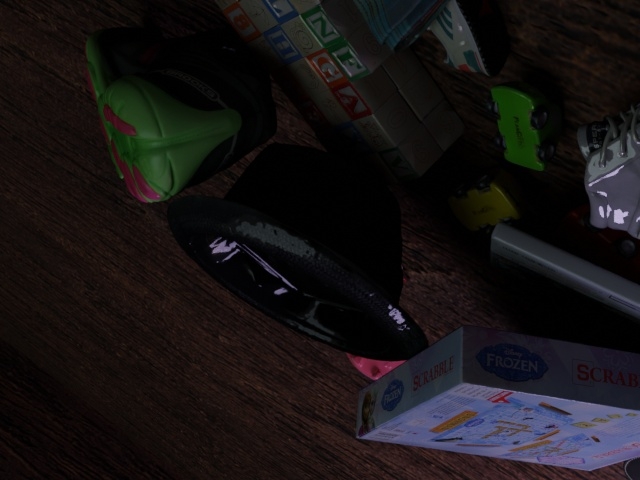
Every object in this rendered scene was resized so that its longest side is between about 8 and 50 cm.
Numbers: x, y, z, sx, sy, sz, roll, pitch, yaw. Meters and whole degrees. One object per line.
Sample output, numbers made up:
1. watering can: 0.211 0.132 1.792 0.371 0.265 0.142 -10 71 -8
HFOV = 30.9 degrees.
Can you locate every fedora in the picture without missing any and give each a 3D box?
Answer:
1. fedora: 0.000 0.000 1.275 0.334 0.152 0.334 25 164 8

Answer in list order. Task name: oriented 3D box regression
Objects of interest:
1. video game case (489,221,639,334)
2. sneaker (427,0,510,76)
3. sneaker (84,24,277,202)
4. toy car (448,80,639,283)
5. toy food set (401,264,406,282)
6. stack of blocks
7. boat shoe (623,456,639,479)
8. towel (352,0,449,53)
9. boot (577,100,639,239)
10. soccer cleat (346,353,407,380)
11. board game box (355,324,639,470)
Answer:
1. video game case: 0.263 0.042 1.183 0.190 0.022 0.173 25 174 11
2. sneaker: 0.120 -0.223 1.084 0.075 0.057 0.161 11 141 41
3. sneaker: -0.164 -0.165 1.391 0.483 0.202 0.185 -130 26 -64
4. toy car: 0.221 -0.074 1.159 0.239 0.053 0.225 22 145 38
5. toy food set: 0.079 0.030 1.553 0.082 0.020 0.083 29 149 30
6. stack of blocks: 0.023 -0.201 1.223 0.297 0.087 0.171 53 155 -15
7. boat shoe: 0.413 0.262 1.335 0.080 0.073 0.223 47 154 -3
8. towel: 0.012 -0.365 0.989 0.370 0.040 0.271 53 150 4
9. boot: 0.278 -0.085 0.981 0.123 0.095 0.258 10 143 20
10. soccer cleat: 0.034 0.109 1.691 0.248 0.083 0.095 43 -176 -5
11. board game box: 0.240 0.186 1.294 0.318 0.066 0.319 11 158 -15
